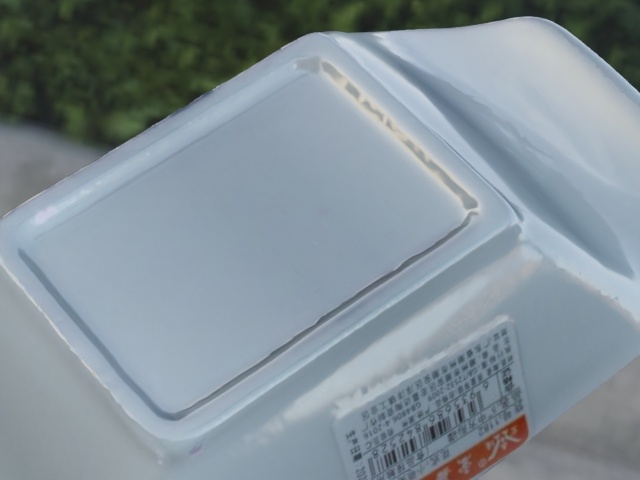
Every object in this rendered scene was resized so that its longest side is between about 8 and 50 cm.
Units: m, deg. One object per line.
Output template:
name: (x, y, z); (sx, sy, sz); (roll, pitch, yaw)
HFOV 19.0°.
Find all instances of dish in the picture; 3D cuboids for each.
dish: (0.000, 0.000, 0.553); (0.234, 0.064, 0.154); (-33, 60, -22)
